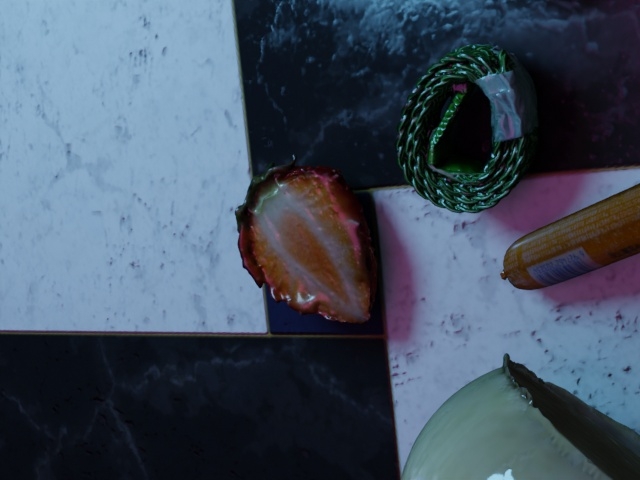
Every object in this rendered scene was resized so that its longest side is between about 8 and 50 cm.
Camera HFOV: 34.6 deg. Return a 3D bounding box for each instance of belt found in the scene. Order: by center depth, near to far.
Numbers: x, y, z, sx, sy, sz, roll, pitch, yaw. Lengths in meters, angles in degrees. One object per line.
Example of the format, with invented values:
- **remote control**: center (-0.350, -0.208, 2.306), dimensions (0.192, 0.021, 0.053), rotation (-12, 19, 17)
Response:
- **belt**: center (0.136, -0.104, 0.919), dimensions (0.121, 0.079, 0.151), rotation (18, 118, 21)

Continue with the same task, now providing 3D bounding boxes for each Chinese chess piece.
- **Chinese chess piece**: center (0.216, 0.233, 0.754), dimensions (0.338, 0.338, 0.140), rotation (40, 99, 23)

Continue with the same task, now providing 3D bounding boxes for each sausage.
- **sausage**: center (0.268, -0.025, 0.810), dimensions (0.348, 0.053, 0.053), rotation (-30, 80, 49)

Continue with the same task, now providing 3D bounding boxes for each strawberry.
- **strawberry**: center (0.000, 0.000, 1.023), dimensions (0.187, 0.082, 0.146), rotation (52, 127, 10)
